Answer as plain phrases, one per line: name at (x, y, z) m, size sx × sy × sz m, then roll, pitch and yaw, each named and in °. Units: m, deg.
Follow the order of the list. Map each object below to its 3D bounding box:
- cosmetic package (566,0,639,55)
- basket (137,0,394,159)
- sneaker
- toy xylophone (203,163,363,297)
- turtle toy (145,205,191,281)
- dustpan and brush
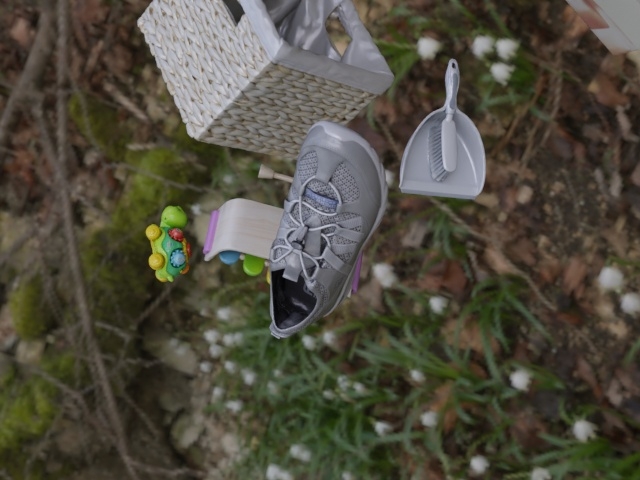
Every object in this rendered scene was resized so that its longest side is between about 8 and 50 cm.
cosmetic package at (0.514, -0.490, 1.909) m, size 0.129 × 0.296 × 0.153 m, roll -9°, pitch 48°, yaw 50°
basket at (-0.101, -0.356, 1.952) m, size 0.266 × 0.331 × 0.328 m, roll -42°, pitch 61°, yaw 31°
sneaker at (0.000, 0.000, 1.171) m, size 0.115 × 0.105 × 0.281 m, roll -49°, pitch -25°, yaw -45°
toy xylophone at (-0.057, -0.012, 2.087) m, size 0.081 × 0.323 × 0.236 m, roll 119°, pitch 171°, yaw -58°
turtle toy at (-0.246, 0.005, 1.747) m, size 0.095 × 0.066 × 0.130 m, roll 87°, pitch 175°, yaw -72°
dustpan and brush at (0.199, -0.178, 1.680) m, size 0.060 × 0.147 × 0.211 m, roll 157°, pitch 115°, yaw -66°
